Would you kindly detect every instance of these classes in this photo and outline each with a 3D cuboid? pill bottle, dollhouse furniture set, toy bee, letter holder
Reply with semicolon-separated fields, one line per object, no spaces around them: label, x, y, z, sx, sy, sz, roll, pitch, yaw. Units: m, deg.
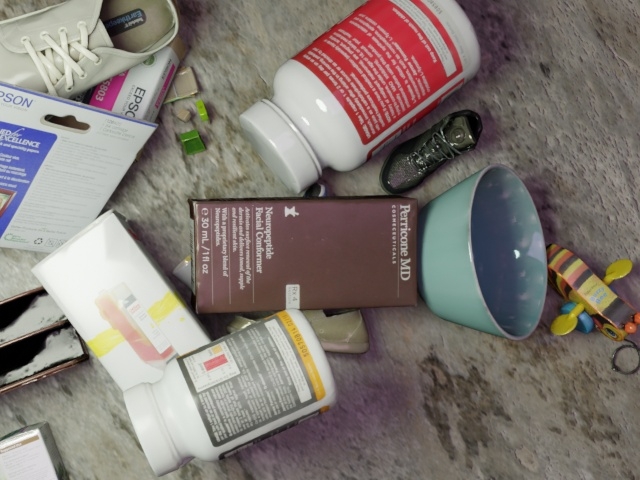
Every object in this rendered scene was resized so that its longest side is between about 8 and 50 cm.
pill bottle;0.067;-0.271;1.579;0.408;0.229;0.229;-38;93;-10
pill bottle;-0.127;0.218;1.269;0.278;0.162;0.162;-22;91;-11
dollhouse furniture set;-0.248;-0.239;1.628;0.076;0.058;0.151;-18;71;-3
toy bee;0.542;0.120;1.674;0.298;0.162;0.195;27;81;-7
letter holder;-0.558;0.189;1.453;0.302;0.214;0.152;-21;91;-10

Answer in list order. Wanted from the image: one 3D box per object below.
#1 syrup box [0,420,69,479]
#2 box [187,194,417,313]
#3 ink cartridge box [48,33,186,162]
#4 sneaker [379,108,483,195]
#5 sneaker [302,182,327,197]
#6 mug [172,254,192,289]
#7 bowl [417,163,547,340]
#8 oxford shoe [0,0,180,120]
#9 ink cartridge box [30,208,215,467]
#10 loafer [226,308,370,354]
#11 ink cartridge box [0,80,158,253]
syrup box;-0.478;0.438;1.514;0.096;0.093;0.237;-21;91;-10
box;-0.031;0.021;1.520;0.381;0.143;0.191;-2;95;-12
ink cartridge box;-0.372;-0.283;1.562;0.193;0.088;0.234;21;83;3
sneaker;0.209;-0.170;1.649;0.227;0.130;0.087;-34;91;-8
sneaker;0.000;0.000;1.635;0.081;0.080;0.211;0;96;-16
mug;-0.217;0.056;1.599;0.078;0.062;0.064;-41;102;-3
bowl;0.271;0.027;1.593;0.311;0.163;0.311;14;73;-51
oxford shoe;-0.411;-0.292;1.397;0.449;0.130;0.169;-33;113;-18
ink cartridge box;-0.284;0.155;1.472;0.160;0.279;0.384;-36;93;-8
loafer;-0.038;0.153;1.608;0.268;0.102;0.092;7;84;-19
ink cartridge box;-0.461;-0.116;1.405;0.307;0.303;0.072;-53;52;22
